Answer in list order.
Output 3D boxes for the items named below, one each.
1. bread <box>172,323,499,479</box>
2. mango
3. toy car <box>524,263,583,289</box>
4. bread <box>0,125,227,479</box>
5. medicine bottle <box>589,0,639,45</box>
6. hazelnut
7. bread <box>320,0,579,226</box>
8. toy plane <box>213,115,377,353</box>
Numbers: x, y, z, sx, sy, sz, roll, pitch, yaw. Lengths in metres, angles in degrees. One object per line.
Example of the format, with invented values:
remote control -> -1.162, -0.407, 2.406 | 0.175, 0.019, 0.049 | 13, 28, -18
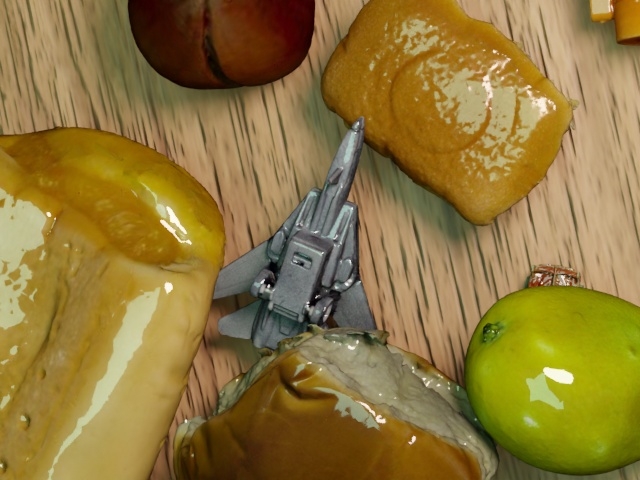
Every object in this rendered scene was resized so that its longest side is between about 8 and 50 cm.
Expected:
bread -> 0.015, 0.200, 1.690 | 0.250, 0.225, 0.279 | 41, 130, -5
mango -> 0.249, 0.127, 1.680 | 0.185, 0.273, 0.149 | 51, 128, 31
toy car -> 0.227, 0.084, 1.782 | 0.059, 0.035, 0.122 | 9, 92, 10
bread -> -0.262, 0.081, 1.802 | 0.361, 0.250, 0.394 | 24, 93, 18
medicine bottle -> 0.327, -0.304, 1.707 | 0.149, 0.112, 0.222 | -4, 90, 14
hazelnut -> -0.102, -0.242, 1.772 | 0.208, 0.208, 0.208 | 0, 91, 14
bread -> 0.128, -0.139, 1.759 | 0.245, 0.121, 0.174 | 41, 99, 8
toy plane -> -0.004, 0.004, 1.768 | 0.212, 0.088, 0.267 | 23, 118, 11
